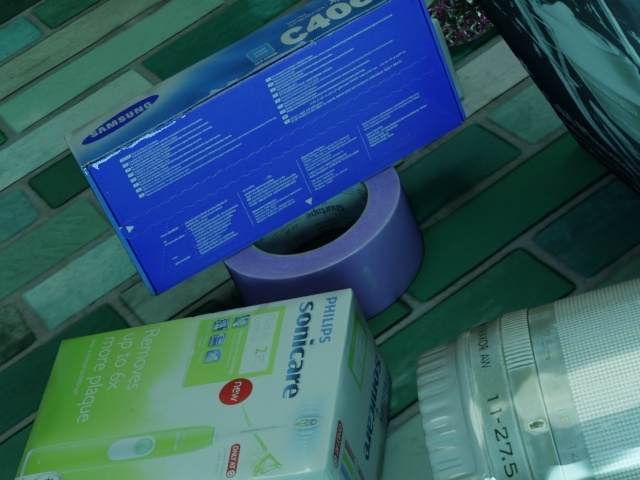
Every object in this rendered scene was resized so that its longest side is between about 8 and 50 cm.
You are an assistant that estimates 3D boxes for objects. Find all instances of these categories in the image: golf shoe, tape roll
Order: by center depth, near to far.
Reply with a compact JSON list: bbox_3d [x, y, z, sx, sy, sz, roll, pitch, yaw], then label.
[{"bbox_3d":[0.000,0.000,1.533,0.189,0.080,0.189,-16,37,12],"label":"tape roll"},{"bbox_3d":[0.182,-0.276,1.796,0.186,0.067,0.086,-39,6,-10],"label":"golf shoe"}]

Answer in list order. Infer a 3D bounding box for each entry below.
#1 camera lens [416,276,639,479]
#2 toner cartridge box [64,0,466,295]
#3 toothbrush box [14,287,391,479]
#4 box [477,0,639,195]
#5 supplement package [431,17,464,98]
[{"bbox_3d":[0.227,0.138,1.115,0.274,0.219,0.219,-17,37,11],"label":"camera lens"},{"bbox_3d":[-0.047,-0.105,1.485,0.348,0.165,0.075,-29,35,-7],"label":"toner cartridge box"},{"bbox_3d":[-0.097,0.172,1.341,0.283,0.122,0.206,-9,39,18],"label":"toothbrush box"},{"bbox_3d":[0.320,-0.214,1.246,0.297,0.472,0.480,-40,36,1],"label":"box"},{"bbox_3d":[0.045,-0.153,1.674,0.179,0.105,0.105,-42,39,-22],"label":"supplement package"}]
